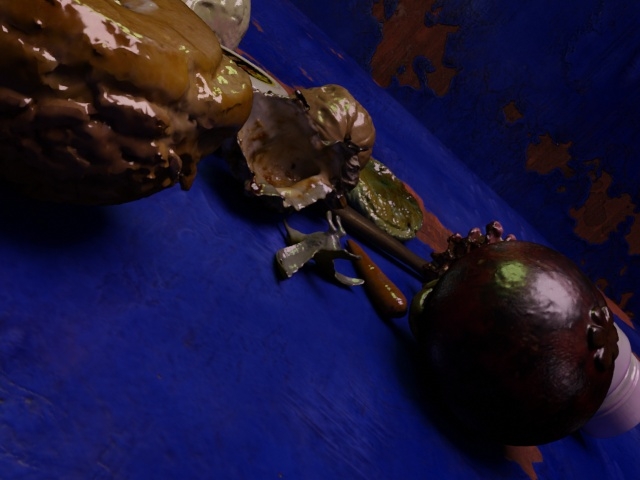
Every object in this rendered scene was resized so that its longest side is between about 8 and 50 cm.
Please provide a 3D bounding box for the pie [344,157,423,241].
[{"bbox_3d":[0.123,-0.108,1.594,0.277,0.078,0.277,36,20,-16],"label":"pie"}]

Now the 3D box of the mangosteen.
[{"bbox_3d":[0.271,0.161,1.108,0.306,0.359,0.306,16,67,-43],"label":"mangosteen"}]

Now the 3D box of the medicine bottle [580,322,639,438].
[{"bbox_3d":[0.476,0.204,1.422,0.378,0.213,0.214,44,19,-15],"label":"medicine bottle"}]

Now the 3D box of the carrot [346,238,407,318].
[{"bbox_3d":[0.089,0.059,1.240,0.048,0.048,0.216,26,20,-40],"label":"carrot"}]

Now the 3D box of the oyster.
[{"bbox_3d":[-0.036,-0.137,1.181,0.133,0.198,0.336,3,-3,40],"label":"oyster"}]

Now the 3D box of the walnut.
[{"bbox_3d":[0.002,-0.205,1.393,0.213,0.213,0.213,38,20,-16],"label":"walnut"}]

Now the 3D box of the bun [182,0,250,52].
[{"bbox_3d":[-0.291,-0.505,1.394,0.361,0.213,0.361,39,22,-19],"label":"bun"}]

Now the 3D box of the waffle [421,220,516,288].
[{"bbox_3d":[0.290,0.082,1.317,0.055,0.221,0.234,30,30,-52],"label":"waffle"}]

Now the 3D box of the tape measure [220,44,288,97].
[{"bbox_3d":[-0.174,-0.248,1.215,0.231,0.133,0.271,35,13,4],"label":"tape measure"}]

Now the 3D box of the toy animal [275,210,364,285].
[{"bbox_3d":[0.000,0.000,1.104,0.219,0.095,0.155,20,35,-51],"label":"toy animal"}]

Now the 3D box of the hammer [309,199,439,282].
[{"bbox_3d":[0.122,0.001,1.420,0.439,0.044,0.168,33,21,-28],"label":"hammer"}]

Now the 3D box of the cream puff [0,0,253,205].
[{"bbox_3d":[-0.253,-0.163,0.732,0.342,0.231,0.327,21,24,-35],"label":"cream puff"}]
